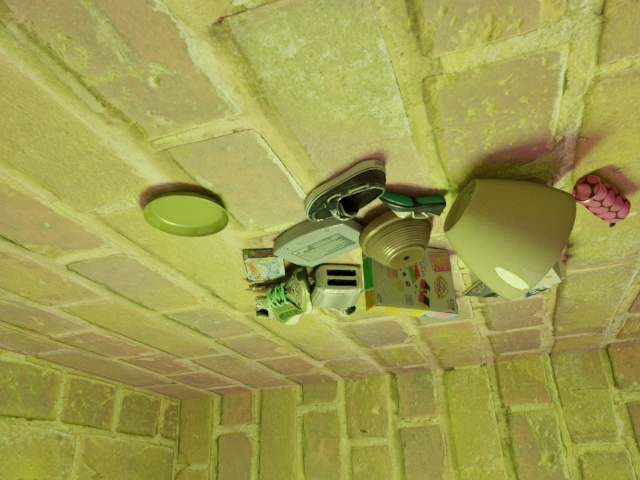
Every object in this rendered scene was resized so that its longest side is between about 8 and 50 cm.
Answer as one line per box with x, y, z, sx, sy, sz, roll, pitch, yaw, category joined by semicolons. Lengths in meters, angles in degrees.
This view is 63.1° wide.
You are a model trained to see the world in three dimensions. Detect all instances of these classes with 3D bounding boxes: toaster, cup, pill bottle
0.066;0.170;1.930;0.227;0.129;0.146;3;150;-9;toaster
0.479;-0.040;1.413;0.237;0.331;0.331;29;148;-2;cup
0.812;0.136;1.948;0.112;0.111;0.187;13;149;-27;pill bottle

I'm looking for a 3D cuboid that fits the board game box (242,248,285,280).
-0.196;0.088;1.845;0.136;0.035;0.201;-2;153;-1;board game box

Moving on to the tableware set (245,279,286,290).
-0.205;0.177;2.002;0.169;0.020;0.141;-11;168;14;tableware set

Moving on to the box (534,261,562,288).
0.736;0.082;1.809;0.130;0.090;0.170;-23;129;33;box

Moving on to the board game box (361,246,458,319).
0.299;0.132;1.752;0.317;0.242;0.064;9;152;-20;board game box

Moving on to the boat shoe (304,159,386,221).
0.064;-0.105;1.419;0.108;0.102;0.301;21;145;-38;boat shoe

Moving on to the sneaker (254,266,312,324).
-0.145;0.222;1.918;0.182;0.157;0.410;-4;153;-20;sneaker

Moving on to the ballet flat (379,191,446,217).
0.259;-0.095;1.484;0.203;0.074;0.074;2;153;-13;ballet flat

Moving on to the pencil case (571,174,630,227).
0.798;-0.114;1.488;0.209;0.095;0.098;23;159;-36;pencil case

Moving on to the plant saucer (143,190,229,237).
-0.384;-0.079;1.502;0.241;0.037;0.241;-2;154;-1;plant saucer

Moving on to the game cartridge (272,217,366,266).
0.000;0.000;1.676;0.297;0.062;0.198;-23;142;34;game cartridge

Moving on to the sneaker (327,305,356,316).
0.097;0.270;2.196;0.077;0.071;0.178;-35;145;30;sneaker

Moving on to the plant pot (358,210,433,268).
0.246;0.011;1.597;0.238;0.109;0.237;-15;149;-9;plant pot

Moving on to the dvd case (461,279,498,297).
0.706;0.187;2.139;0.165;0.018;0.221;4;152;-13;dvd case
